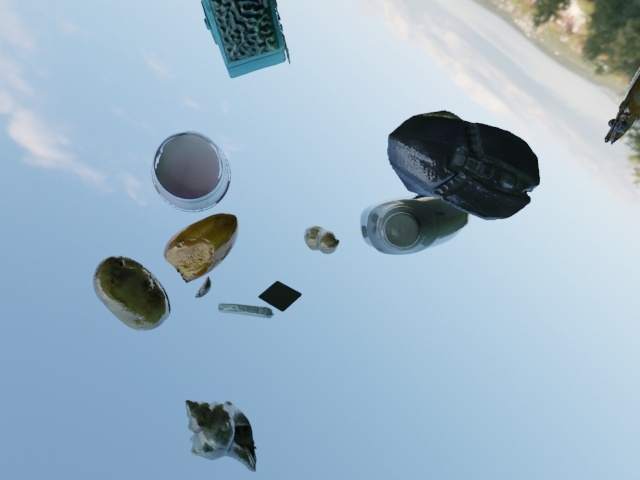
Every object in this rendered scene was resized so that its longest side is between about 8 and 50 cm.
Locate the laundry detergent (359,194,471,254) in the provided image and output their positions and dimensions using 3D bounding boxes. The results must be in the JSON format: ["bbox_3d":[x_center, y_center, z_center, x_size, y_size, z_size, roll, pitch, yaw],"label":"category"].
[{"bbox_3d":[0.202,-0.039,0.980,0.398,0.264,0.124,-22,-74,-77],"label":"laundry detergent"}]

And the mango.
[{"bbox_3d":[-0.366,0.005,1.458,0.187,0.257,0.138,57,-179,-46],"label":"mango"}]

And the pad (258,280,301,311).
[{"bbox_3d":[-0.158,0.215,1.762,0.157,0.003,0.112,23,-129,41],"label":"pad"}]

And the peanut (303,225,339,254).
[{"bbox_3d":[0.000,0.000,1.369,0.080,0.080,0.174,15,-176,-30],"label":"peanut"}]

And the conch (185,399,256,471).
[{"bbox_3d":[-0.327,0.623,1.468,0.170,0.386,0.203,5,-134,26],"label":"conch"}]

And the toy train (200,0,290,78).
[{"bbox_3d":[-0.116,-0.334,0.613,0.112,0.203,0.163,-19,-130,0],"label":"toy train"}]

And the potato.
[{"bbox_3d":[-0.360,0.101,0.867,0.107,0.080,0.170,-50,-56,-38],"label":"potato"}]

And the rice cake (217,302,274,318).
[{"bbox_3d":[-0.283,0.259,1.684,0.045,0.245,0.042,42,-124,-52],"label":"rice cake"}]

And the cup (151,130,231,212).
[{"bbox_3d":[-0.393,-0.211,1.353,0.253,0.253,0.274,29,176,-13],"label":"cup"}]

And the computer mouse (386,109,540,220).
[{"bbox_3d":[0.170,-0.088,0.527,0.192,0.105,0.062,21,-169,-4],"label":"computer mouse"}]

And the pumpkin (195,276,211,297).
[{"bbox_3d":[-0.367,0.154,1.432,0.028,0.083,0.050,36,-162,-20],"label":"pumpkin"}]

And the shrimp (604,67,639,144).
[{"bbox_3d":[0.745,-0.330,0.981,0.169,0.296,0.058,19,-161,-17],"label":"shrimp"}]
